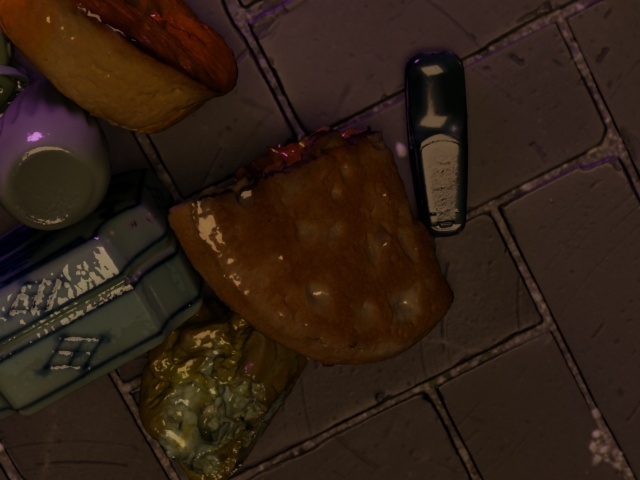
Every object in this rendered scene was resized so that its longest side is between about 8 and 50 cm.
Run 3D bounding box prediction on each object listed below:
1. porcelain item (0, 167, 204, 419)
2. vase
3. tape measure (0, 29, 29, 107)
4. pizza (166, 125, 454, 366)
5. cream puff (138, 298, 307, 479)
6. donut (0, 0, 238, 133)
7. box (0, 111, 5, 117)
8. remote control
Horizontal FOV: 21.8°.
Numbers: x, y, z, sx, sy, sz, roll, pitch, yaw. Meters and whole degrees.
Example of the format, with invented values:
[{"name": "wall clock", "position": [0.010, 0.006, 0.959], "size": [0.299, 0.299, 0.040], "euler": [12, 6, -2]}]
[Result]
[{"name": "porcelain item", "position": [-0.277, 0.051, 1.835], "size": [0.281, 0.286, 0.157], "euler": [-27, 106, 6]}, {"name": "vase", "position": [-0.290, -0.105, 1.775], "size": [0.128, 0.248, 0.128], "euler": [-4, 115, -8]}, {"name": "tape measure", "position": [-0.422, -0.204, 1.869], "size": [0.177, 0.087, 0.154], "euler": [-11, 103, -2]}, {"name": "pizza", "position": [0.000, 0.000, 1.871], "size": [0.409, 0.114, 0.278], "euler": [16, 73, -42]}, {"name": "cream puff", "position": [-0.121, 0.154, 1.935], "size": [0.194, 0.195, 0.221], "euler": [30, 112, -9]}, {"name": "donut", "position": [-0.232, -0.232, 1.780], "size": [0.303, 0.303, 0.110], "euler": [40, 109, -11]}, {"name": "box", "position": [-0.384, -0.118, 1.914], "size": [0.207, 0.041, 0.050], "euler": [-15, 100, 0]}, {"name": "remote control", "position": [0.139, -0.111, 1.939], "size": [0.072, 0.042, 0.222], "euler": [-6, 104, -4]}]
